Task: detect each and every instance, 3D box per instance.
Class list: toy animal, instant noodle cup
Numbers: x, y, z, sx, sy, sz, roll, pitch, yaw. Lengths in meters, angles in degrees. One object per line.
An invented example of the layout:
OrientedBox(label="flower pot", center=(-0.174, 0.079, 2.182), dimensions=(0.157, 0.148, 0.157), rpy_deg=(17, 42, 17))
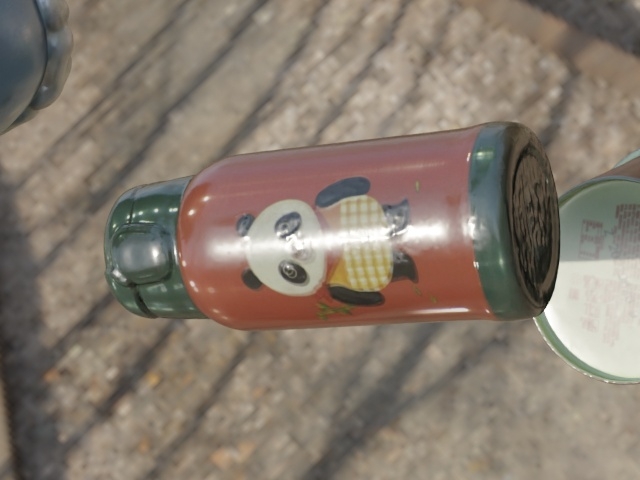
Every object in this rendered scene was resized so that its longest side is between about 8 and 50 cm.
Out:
OrientedBox(label="toy animal", center=(-0.292, -0.143, 1.410), dimensions=(0.156, 0.208, 0.204), rpy_deg=(-2, 23, 28))
OrientedBox(label="instant noodle cup", center=(0.298, 0.027, 1.655), dimensions=(0.234, 0.235, 0.178), rpy_deg=(-29, -10, 31))

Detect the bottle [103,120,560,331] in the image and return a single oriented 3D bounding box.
OrientedBox(label="bottle", center=(0.000, 0.000, 1.391), dimensions=(0.336, 0.144, 0.144), rpy_deg=(-6, 35, 24))
